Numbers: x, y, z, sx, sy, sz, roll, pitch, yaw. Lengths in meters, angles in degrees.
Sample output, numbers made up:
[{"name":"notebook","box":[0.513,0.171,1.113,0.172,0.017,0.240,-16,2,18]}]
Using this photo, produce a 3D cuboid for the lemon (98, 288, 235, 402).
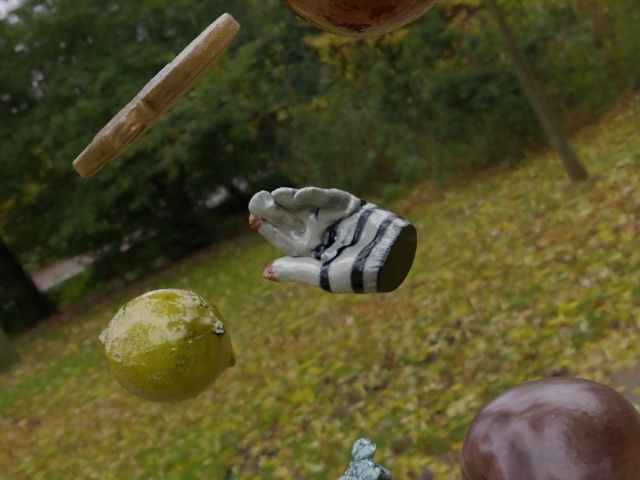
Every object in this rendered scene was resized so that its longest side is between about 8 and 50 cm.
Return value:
[{"name":"lemon","box":[-0.228,0.155,1.765,0.206,0.173,0.173,4,16,20]}]

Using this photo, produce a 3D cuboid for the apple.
[{"name":"apple","box":[0.326,0.319,1.582,0.235,0.305,0.306,-24,5,-15]}]

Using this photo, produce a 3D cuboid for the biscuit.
[{"name":"biscuit","box":[-0.259,-0.234,1.947,0.355,0.052,0.275,-39,15,21]}]

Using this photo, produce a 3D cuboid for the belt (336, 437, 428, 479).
[{"name":"belt","box":[0.043,0.200,0.780,0.065,0.100,0.179,-62,-5,14]}]

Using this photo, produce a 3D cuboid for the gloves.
[{"name":"gloves","box":[0.009,-0.005,1.611,0.219,0.140,0.131,19,15,31]}]

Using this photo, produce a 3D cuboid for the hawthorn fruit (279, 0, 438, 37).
[{"name":"hawthorn fruit","box":[0.046,-0.357,1.298,0.284,0.284,0.284,-26,5,3]}]
